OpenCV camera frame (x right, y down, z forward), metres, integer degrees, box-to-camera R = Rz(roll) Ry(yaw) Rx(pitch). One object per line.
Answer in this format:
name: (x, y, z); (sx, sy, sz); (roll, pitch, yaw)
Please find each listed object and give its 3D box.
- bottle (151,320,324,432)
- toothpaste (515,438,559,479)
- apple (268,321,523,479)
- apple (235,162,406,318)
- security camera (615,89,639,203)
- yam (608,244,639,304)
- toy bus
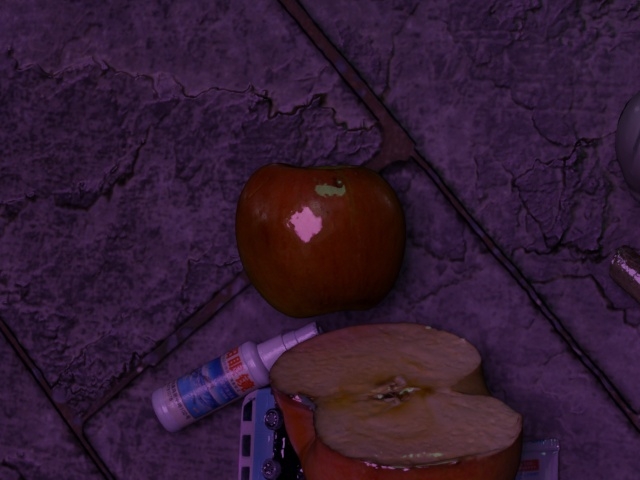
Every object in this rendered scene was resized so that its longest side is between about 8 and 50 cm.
bottle: (-0.093, 0.155, 2.066); (0.217, 0.060, 0.060); (-27, 75, 9)
toothpaste: (0.228, 0.337, 1.948); (0.089, 0.057, 0.234); (-7, 73, 13)
apple: (0.080, 0.228, 1.909); (0.251, 0.293, 0.163); (-7, 117, -13)
apple: (0.000, 0.000, 1.994); (0.196, 0.196, 0.196); (-3, 81, 16)
security camera: (0.435, -0.146, 1.887); (0.277, 0.197, 0.191); (-58, 31, 4)
yam: (0.360, 0.050, 1.955); (0.094, 0.043, 0.043); (43, 95, 19)
toy bus: (-0.057, 0.230, 2.037); (0.075, 0.060, 0.123); (-5, 79, 42)
